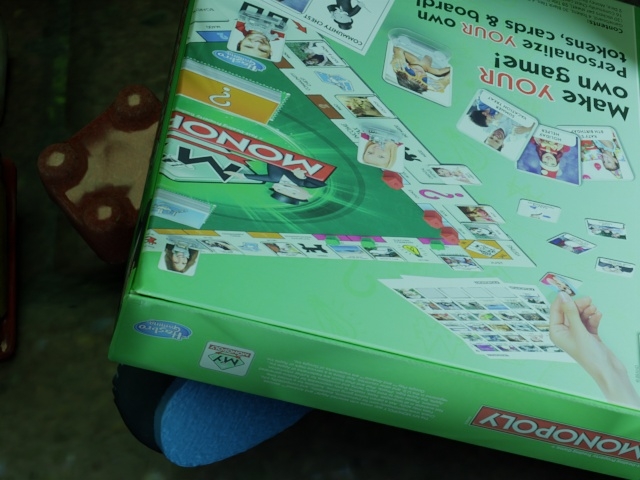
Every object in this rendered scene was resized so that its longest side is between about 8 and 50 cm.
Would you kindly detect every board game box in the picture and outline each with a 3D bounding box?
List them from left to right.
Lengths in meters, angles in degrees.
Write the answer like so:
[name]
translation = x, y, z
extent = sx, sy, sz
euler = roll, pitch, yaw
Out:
[board game box]
translation = 0.092, -0.015, 0.581
extent = 0.317, 0.046, 0.214
euler = 14, 52, -9

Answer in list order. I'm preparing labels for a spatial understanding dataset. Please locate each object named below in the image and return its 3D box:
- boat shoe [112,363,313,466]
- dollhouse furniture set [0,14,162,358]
[boat shoe]
translation = 0.000, 0.000, 0.640
extent = 0.089, 0.109, 0.258
euler = 35, 48, 23
[dollhouse furniture set]
translation = -0.122, -0.119, 0.747
extent = 0.201, 0.152, 0.374
euler = -6, 67, 4
